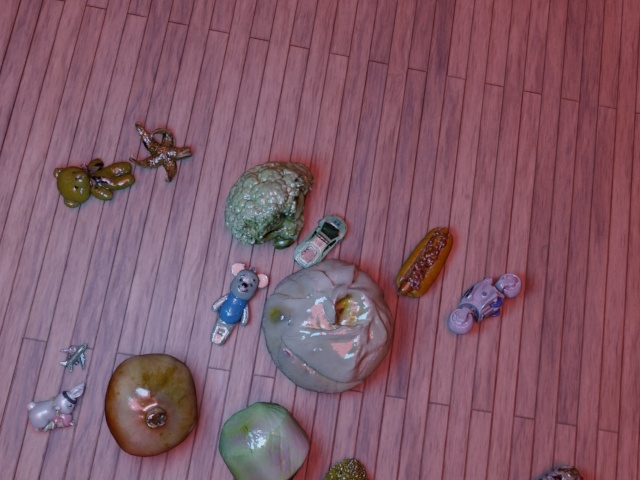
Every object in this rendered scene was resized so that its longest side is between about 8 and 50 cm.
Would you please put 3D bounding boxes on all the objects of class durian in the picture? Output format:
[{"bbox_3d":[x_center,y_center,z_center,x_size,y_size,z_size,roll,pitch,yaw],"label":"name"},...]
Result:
[{"bbox_3d":[0.080,0.688,1.711,0.146,0.102,0.208,-18,84,-15],"label":"durian"}]

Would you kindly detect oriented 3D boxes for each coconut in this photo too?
[{"bbox_3d":[-0.136,0.534,1.667,0.236,0.204,0.236,4,82,-35],"label":"coconut"}]

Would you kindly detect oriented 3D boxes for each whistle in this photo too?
[{"bbox_3d":[-0.236,0.177,1.795,0.114,0.077,0.235,28,79,-7],"label":"whistle"}]

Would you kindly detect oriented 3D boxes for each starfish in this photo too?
[{"bbox_3d":[-0.469,-0.255,1.860,0.190,0.074,0.146,41,76,3],"label":"starfish"}]

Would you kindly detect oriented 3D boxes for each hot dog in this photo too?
[{"bbox_3d":[0.303,0.066,1.875,0.102,0.076,0.249,38,76,-1],"label":"hot dog"}]

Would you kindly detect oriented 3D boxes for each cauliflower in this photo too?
[{"bbox_3d":[-0.126,-0.086,1.798,0.275,0.272,0.250,-28,113,3],"label":"cauliflower"}]

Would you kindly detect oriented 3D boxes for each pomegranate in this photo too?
[{"bbox_3d":[-0.421,0.412,1.627,0.229,0.270,0.252,0,85,-15],"label":"pomegranate"}]

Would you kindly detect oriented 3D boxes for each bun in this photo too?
[{"bbox_3d":[0.024,0.226,1.740,0.365,0.219,0.365,1,76,-3],"label":"bun"}]

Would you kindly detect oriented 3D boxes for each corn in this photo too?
[{"bbox_3d":[0.596,0.707,1.768,0.280,0.092,0.092,-28,82,-8],"label":"corn"}]

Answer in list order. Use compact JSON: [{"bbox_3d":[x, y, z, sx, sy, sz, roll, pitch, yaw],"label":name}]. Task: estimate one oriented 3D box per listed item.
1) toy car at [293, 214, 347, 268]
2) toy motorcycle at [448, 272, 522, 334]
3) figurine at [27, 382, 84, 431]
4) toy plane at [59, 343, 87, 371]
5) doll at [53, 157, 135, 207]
[{"bbox_3d":[0.000,0.000,1.866,0.093,0.058,0.186,42,78,5],"label":"toy car"},{"bbox_3d":[0.464,0.172,1.869,0.254,0.112,0.112,-33,83,-12],"label":"toy motorcycle"},{"bbox_3d":[-0.677,0.440,1.704,0.146,0.081,0.098,-20,124,-14],"label":"figurine"},{"bbox_3d":[-0.655,0.310,1.744,0.080,0.033,0.083,38,70,3],"label":"toy plane"},{"bbox_3d":[-0.630,-0.174,1.818,0.209,0.097,0.137,-19,75,-15],"label":"doll"}]
